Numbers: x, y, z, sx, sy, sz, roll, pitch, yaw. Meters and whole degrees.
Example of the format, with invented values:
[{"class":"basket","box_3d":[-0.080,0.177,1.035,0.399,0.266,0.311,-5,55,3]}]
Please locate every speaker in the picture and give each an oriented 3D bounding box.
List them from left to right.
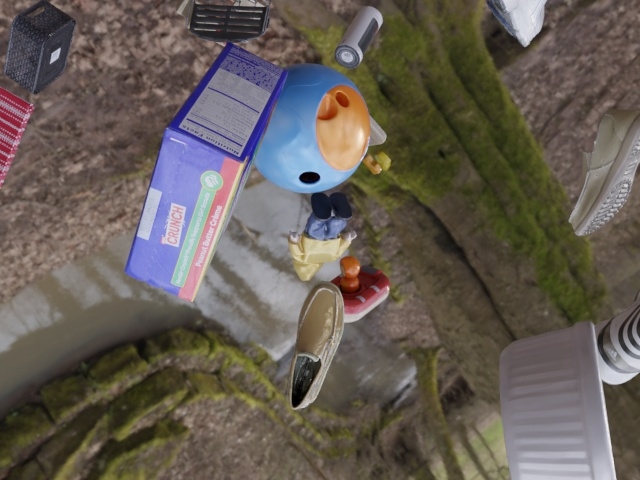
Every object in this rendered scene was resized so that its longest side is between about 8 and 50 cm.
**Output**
[{"class":"speaker","box_3d":[0.075,-0.399,1.443,0.055,0.055,0.136,106,9,-54]}]

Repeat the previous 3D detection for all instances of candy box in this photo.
[{"class":"candy box","box_3d":[-0.170,-0.114,1.134,0.317,0.122,0.268,-74,-171,-53]}]

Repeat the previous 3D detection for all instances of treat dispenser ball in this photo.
[{"class":"treat dispenser ball","box_3d":[-0.030,-0.252,1.659,0.288,0.288,0.288,-34,157,-16]}]

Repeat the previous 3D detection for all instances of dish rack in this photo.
[{"class":"dish rack","box_3d":[-0.179,-0.530,1.455,0.074,0.208,0.272,10,91,-64]}]

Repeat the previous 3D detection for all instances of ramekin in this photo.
[{"class":"ramekin","box_3d":[0.324,0.249,1.001,0.127,0.273,0.273,-8,166,19]}]

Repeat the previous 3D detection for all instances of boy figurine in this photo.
[{"class":"boy figurine","box_3d":[0.000,0.000,1.843,0.177,0.092,0.285,-4,147,-18]}]

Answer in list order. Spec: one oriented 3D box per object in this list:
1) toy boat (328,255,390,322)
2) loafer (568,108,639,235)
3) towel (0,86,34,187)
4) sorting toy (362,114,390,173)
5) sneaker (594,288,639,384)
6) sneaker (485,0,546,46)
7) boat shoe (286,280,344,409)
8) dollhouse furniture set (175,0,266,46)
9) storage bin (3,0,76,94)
[{"class":"toy boat","box_3d":[0.076,0.111,1.935,0.231,0.150,0.151,-33,127,-41]},{"class":"loafer","box_3d":[0.537,-0.132,1.391,0.101,0.092,0.269,-11,132,-38]},{"class":"towel","box_3d":[-0.722,-0.203,1.517,0.275,0.198,0.031,-62,-179,13]},{"class":"sorting toy","box_3d":[0.081,-0.291,1.988,0.041,0.307,0.229,-50,-161,-17]},{"class":"sneaker","box_3d":[0.762,0.140,1.511,0.447,0.169,0.257,-24,166,-34]},{"class":"sneaker","box_3d":[0.284,-0.356,1.001,0.129,0.111,0.297,-40,169,16]},{"class":"boat shoe","box_3d":[-0.009,0.155,1.065,0.072,0.068,0.190,-29,130,-78]},{"class":"dollhouse furniture set","box_3d":[-0.218,-0.610,1.774,0.259,0.262,0.135,-48,147,21]},{"class":"storage bin","box_3d":[-0.638,-0.438,1.677,0.180,0.084,0.122,-52,-175,45]}]
